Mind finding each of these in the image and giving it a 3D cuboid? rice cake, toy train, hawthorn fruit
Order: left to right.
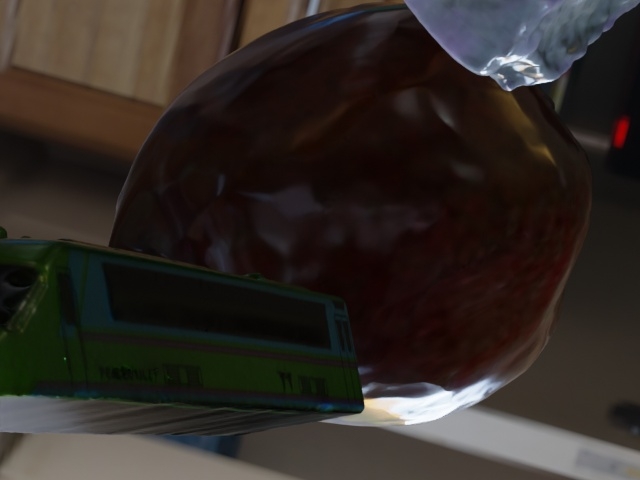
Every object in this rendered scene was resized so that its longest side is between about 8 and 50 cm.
[{"bbox_3d":[-0.049,0.023,0.447,0.209,0.044,0.042,16,63,-67],"label":"toy train"},{"bbox_3d":[0.019,-0.004,1.266,0.325,0.308,0.308,-43,165,-9],"label":"hawthorn fruit"},{"bbox_3d":[0.164,-0.169,0.741,0.365,0.073,0.056,-38,163,-32],"label":"rice cake"}]
